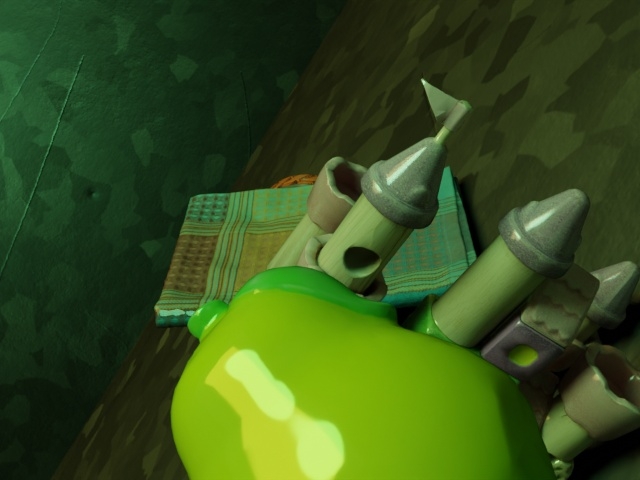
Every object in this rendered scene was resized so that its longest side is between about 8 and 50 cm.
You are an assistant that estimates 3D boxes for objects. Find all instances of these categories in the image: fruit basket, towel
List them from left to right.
[{"bbox_3d":[0.000,0.000,0.970,0.271,0.370,0.040,-88,-9,-57],"label":"towel"},{"bbox_3d":[0.076,0.185,0.365,0.392,0.283,0.392,-24,52,35],"label":"fruit basket"}]

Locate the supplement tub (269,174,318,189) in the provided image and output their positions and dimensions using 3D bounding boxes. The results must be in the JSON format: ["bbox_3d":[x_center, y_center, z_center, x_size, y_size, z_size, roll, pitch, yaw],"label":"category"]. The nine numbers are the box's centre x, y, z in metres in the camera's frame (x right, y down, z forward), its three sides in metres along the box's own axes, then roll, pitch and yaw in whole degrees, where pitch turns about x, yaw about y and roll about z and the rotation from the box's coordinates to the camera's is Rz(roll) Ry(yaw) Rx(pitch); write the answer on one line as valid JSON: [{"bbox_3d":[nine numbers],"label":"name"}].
[{"bbox_3d":[-0.027,0.048,1.114,0.193,0.194,0.316,-47,20,28],"label":"supplement tub"}]

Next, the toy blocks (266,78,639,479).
[{"bbox_3d":[0.111,0.073,0.543,0.260,0.289,0.309,-52,13,33],"label":"toy blocks"}]
